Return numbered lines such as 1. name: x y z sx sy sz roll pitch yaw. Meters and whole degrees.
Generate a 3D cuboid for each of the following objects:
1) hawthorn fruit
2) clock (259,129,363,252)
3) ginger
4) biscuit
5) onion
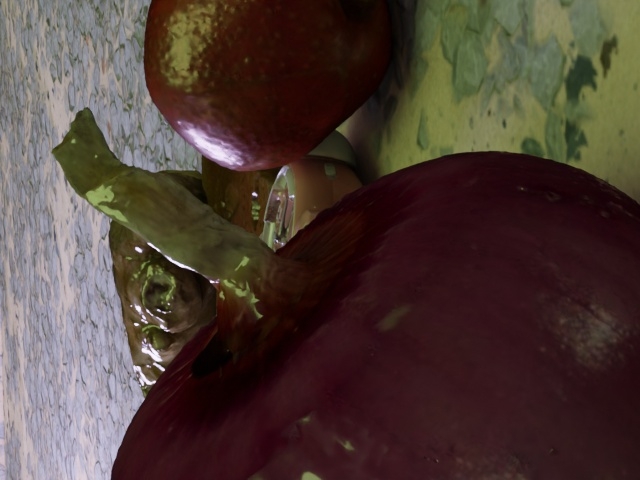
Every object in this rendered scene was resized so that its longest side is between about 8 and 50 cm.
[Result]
1. hawthorn fruit: -0.027 -0.165 1.080 0.225 0.197 0.196 -18 76 40
2. clock: 0.000 0.000 1.168 0.162 0.093 0.166 -108 28 -53
3. ginger: -0.169 0.054 1.547 0.219 0.123 0.270 -107 11 -79
4. biscuit: -0.074 -0.043 1.393 0.278 0.043 0.301 119 143 -57
5. onion: 0.030 0.104 0.713 0.358 0.345 0.358 -30 47 38
